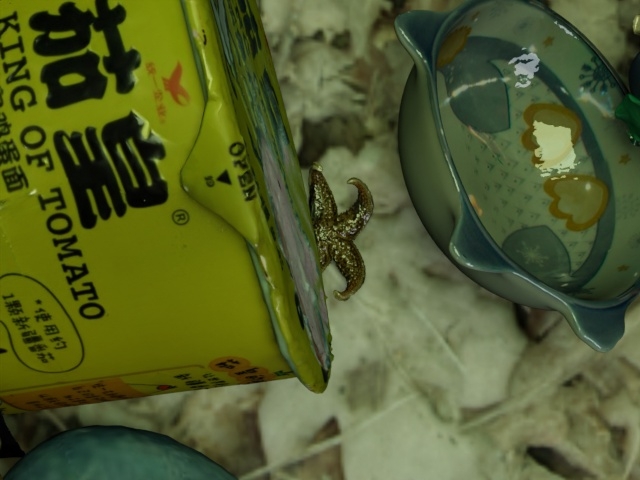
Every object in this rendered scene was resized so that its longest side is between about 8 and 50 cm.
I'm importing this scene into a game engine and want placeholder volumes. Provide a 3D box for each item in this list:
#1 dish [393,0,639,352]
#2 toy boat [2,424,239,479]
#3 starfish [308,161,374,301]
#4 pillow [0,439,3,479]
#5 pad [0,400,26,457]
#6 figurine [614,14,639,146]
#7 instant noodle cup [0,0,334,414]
[{"bbox_3d":[0.105,-0.047,0.902,0.228,0.086,0.236,27,53,-30],"label":"dish"},{"bbox_3d":[-0.089,0.264,0.841,0.215,0.123,0.330,-16,87,-9],"label":"toy boat"},{"bbox_3d":[0.000,0.000,0.932,0.078,0.028,0.091,40,81,6],"label":"starfish"},{"bbox_3d":[-0.251,0.224,0.738,0.312,0.119,0.310,-8,120,16],"label":"pillow"},{"bbox_3d":[-0.239,0.103,0.765,0.160,0.265,0.009,-2,77,-9],"label":"pad"},{"bbox_3d":[0.241,-0.127,0.921,0.102,0.111,0.195,10,61,-6],"label":"figurine"},{"bbox_3d":[-0.152,-0.048,0.779,0.254,0.325,0.325,-14,85,3],"label":"instant noodle cup"}]
